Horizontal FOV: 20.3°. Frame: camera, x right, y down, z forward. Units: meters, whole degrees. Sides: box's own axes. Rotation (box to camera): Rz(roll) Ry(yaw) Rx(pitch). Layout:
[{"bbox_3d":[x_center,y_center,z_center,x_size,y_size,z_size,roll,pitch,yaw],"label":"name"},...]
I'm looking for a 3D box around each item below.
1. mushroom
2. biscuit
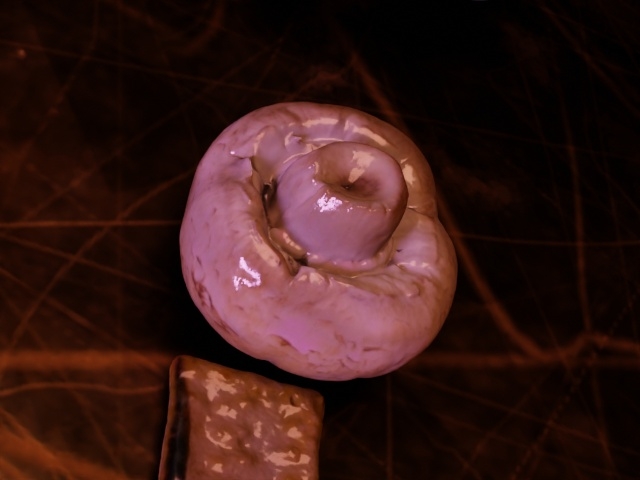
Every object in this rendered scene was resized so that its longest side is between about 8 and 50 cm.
[{"bbox_3d":[0.000,0.000,0.879,0.148,0.112,0.148,12,47,-14],"label":"mushroom"},{"bbox_3d":[-0.037,0.100,0.854,0.081,0.018,0.083,16,54,-17],"label":"biscuit"}]
